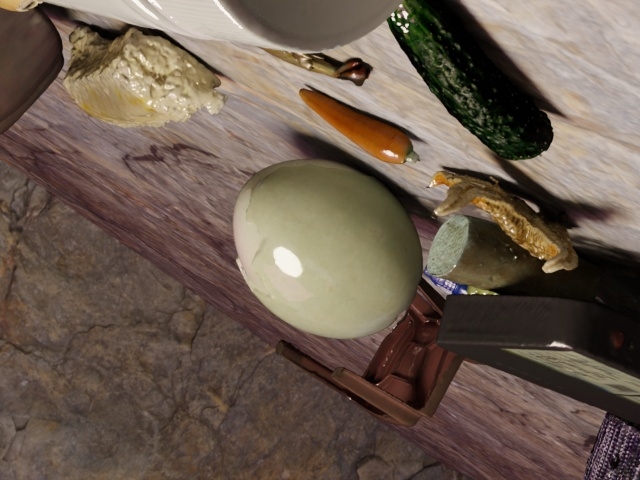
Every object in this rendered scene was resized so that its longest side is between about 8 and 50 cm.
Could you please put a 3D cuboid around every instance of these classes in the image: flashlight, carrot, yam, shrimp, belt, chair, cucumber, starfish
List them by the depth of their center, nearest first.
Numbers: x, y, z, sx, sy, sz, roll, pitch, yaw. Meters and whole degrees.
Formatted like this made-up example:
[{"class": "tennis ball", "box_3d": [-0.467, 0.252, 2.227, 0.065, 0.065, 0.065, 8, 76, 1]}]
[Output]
[{"class": "cucumber", "box_3d": [0.102, -0.128, 1.391, 0.058, 0.052, 0.214, -2, 152, 35]}, {"class": "shrimp", "box_3d": [-0.016, -0.168, 1.608, 0.124, 0.034, 0.178, 27, 172, 5]}, {"class": "starfish", "box_3d": [0.167, -0.023, 1.689, 0.138, 0.050, 0.247, 24, -174, -1]}, {"class": "carrot", "box_3d": [0.036, -0.107, 1.777, 0.142, 0.035, 0.035, 31, 172, 27]}, {"class": "yam", "box_3d": [0.189, 0.023, 1.813, 0.169, 0.068, 0.068, 15, 179, -27]}, {"class": "belt", "box_3d": [0.437, 0.274, 2.112, 0.260, 0.122, 0.325, 22, -177, 35]}, {"class": "flashlight", "box_3d": [0.176, 0.062, 2.217, 0.121, 0.035, 0.057, 28, 171, 13]}, {"class": "chair", "box_3d": [0.138, 0.163, 2.427, 0.326, 0.183, 0.175, 37, 170, -28]}]

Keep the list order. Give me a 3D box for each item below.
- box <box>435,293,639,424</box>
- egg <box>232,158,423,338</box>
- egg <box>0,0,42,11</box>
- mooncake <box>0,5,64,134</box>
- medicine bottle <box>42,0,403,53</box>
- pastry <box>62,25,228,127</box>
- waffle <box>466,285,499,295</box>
[{"class": "box", "box_3d": [0.301, 0.129, 1.852, 0.350, 0.058, 0.211, 24, 165, -33]}, {"class": "egg", "box_3d": [0.000, 0.000, 2.003, 0.183, 0.183, 0.217, 20, 159, 49]}, {"class": "egg", "box_3d": [-0.305, -0.270, 1.834, 0.096, 0.080, 0.080, 38, 172, 8]}, {"class": "mooncake", "box_3d": [-0.411, -0.240, 2.009, 0.306, 0.154, 0.306, 37, 172, 6]}, {"class": "medicine bottle", "box_3d": [-0.094, -0.219, 1.085, 0.190, 0.190, 0.332, 38, 169, -39]}, {"class": "pastry", "box_3d": [-0.208, -0.177, 2.020, 0.121, 0.089, 0.258, 49, 161, -24]}, {"class": "waffle", "box_3d": [0.259, 0.094, 2.048, 0.214, 0.054, 0.208, 23, 170, 2]}]
